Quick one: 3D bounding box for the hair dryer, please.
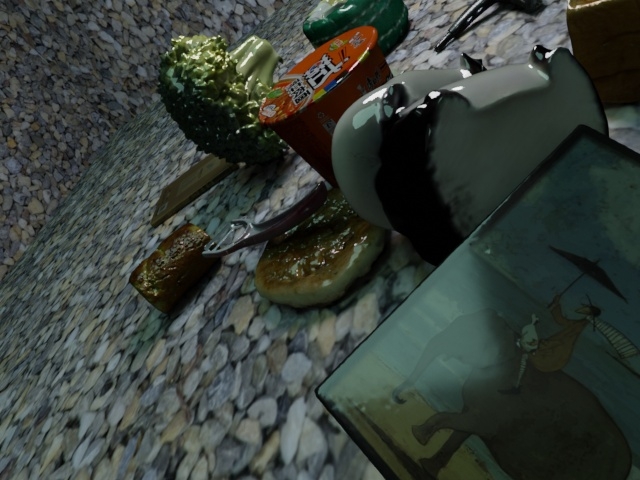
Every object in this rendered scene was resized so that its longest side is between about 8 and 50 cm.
[{"bbox_3d":[0.325,-0.458,1.080,0.219,0.075,0.195,-41,37,23],"label":"hair dryer"}]

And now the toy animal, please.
[{"bbox_3d":[0.143,-0.091,0.627,0.251,0.251,0.310,-43,17,-3],"label":"toy animal"}]

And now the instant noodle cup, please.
[{"bbox_3d":[0.042,-0.219,0.940,0.250,0.192,0.250,-30,31,20],"label":"instant noodle cup"}]

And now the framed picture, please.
[{"bbox_3d":[0.196,0.088,0.405,0.347,0.016,0.265,-43,58,-4],"label":"framed picture"}]

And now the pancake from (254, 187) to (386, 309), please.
[{"bbox_3d":[0.001,0.000,0.845,0.282,0.049,0.282,-33,28,20],"label":"pancake"}]

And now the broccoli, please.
[{"bbox_3d":[-0.201,-0.335,1.220,0.280,0.348,0.293,-55,25,-13],"label":"broccoli"}]

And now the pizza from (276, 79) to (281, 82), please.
[{"bbox_3d":[-0.105,-0.426,1.527,0.271,0.056,0.134,12,67,54],"label":"pizza"}]

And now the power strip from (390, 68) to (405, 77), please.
[{"bbox_3d":[0.144,-0.320,1.106,0.075,0.042,0.175,-42,29,-3],"label":"power strip"}]

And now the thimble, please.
[{"bbox_3d":[0.092,-0.573,1.380,0.254,0.167,0.288,-25,34,25],"label":"thimble"}]

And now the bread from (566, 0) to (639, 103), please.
[{"bbox_3d":[0.395,-0.265,0.640,0.149,0.143,0.158,17,63,49],"label":"bread"}]

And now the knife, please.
[{"bbox_3d":[-0.080,-0.037,0.900,0.278,0.053,0.123,-20,29,40],"label":"knife"}]

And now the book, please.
[{"bbox_3d":[-0.353,-0.177,1.522,0.310,0.021,0.216,-33,30,15],"label":"book"}]

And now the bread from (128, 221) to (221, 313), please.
[{"bbox_3d":[-0.289,0.051,1.059,0.172,0.103,0.132,-47,33,-14],"label":"bread"}]
